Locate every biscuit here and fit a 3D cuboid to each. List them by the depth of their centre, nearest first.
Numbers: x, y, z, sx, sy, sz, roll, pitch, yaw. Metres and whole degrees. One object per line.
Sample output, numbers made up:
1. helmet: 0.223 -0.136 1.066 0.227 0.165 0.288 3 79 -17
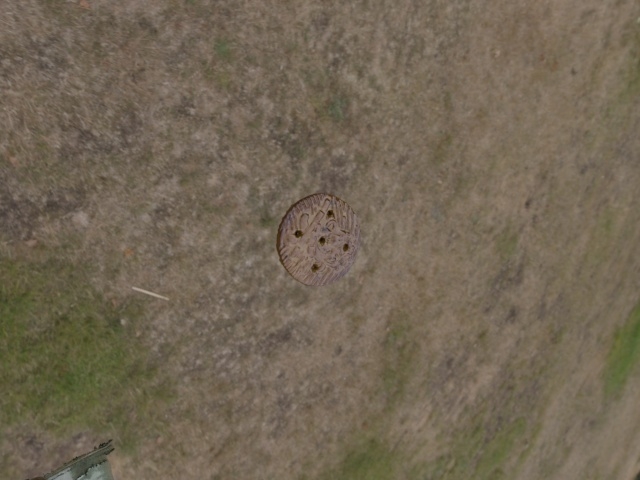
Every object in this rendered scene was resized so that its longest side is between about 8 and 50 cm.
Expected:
1. biscuit: 0.001 0.001 1.023 0.188 0.027 0.187 -5 99 -29

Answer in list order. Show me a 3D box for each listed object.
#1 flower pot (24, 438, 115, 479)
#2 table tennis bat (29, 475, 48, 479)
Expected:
1. flower pot: -0.532 0.616 1.100 0.290 0.259 0.290 -29 168 -7
2. table tennis bat: -0.173 0.253 0.423 0.119 0.170 0.107 14 77 -42
